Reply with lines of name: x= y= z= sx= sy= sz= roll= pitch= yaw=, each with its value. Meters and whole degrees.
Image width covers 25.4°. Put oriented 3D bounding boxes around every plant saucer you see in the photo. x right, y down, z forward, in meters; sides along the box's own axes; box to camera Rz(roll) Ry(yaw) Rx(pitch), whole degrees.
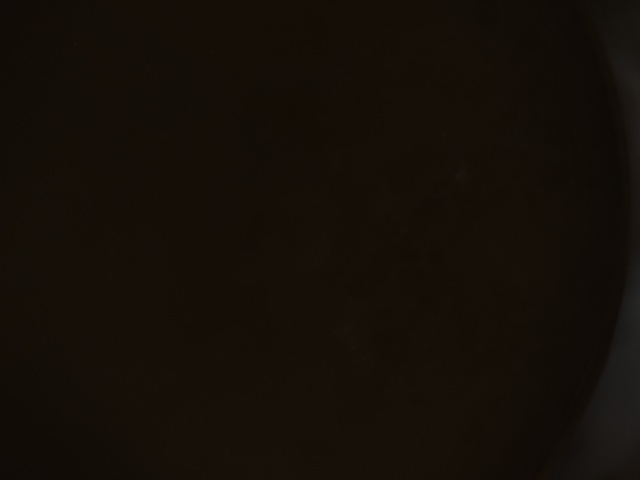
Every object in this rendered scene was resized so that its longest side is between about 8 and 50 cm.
plant saucer: x=0.000 y=0.000 z=0.387 sx=0.278 sy=0.041 sz=0.278 roll=-3 pitch=-83 yaw=-27
